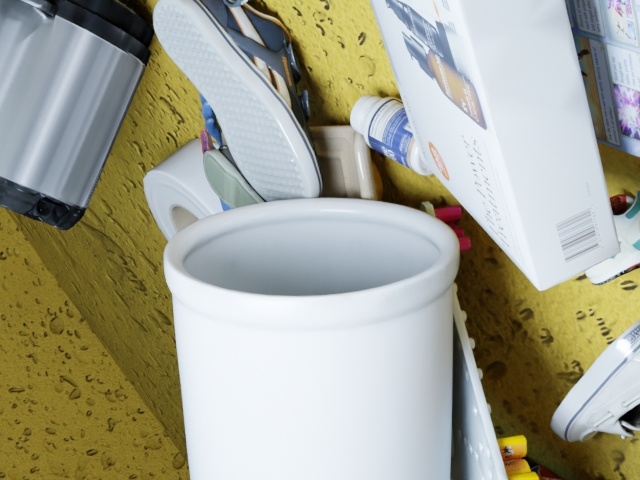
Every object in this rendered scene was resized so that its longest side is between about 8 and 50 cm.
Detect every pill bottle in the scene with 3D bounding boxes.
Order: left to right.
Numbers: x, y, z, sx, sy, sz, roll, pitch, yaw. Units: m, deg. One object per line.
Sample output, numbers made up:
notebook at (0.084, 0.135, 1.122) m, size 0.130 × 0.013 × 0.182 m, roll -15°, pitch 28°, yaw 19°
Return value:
pill bottle at (0.093, -0.128, 1.504) m, size 0.120 × 0.067 × 0.067 m, roll 33°, pitch 151°, yaw 38°

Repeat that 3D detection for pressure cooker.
pressure cooker at (-0.449, -0.263, 1.900) m, size 0.370 × 0.420 × 0.375 m, roll 22°, pitch 178°, yaw 40°

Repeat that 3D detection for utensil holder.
utensil holder at (-0.003, 0.181, 1.486) m, size 0.327 × 0.327 × 0.385 m, roll 22°, pitch 120°, yaw 50°

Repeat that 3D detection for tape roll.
tape roll at (-0.163, -0.024, 2.109) m, size 0.286 × 0.100 × 0.286 m, roll 41°, pitch 155°, yaw 24°

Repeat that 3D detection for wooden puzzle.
wooden puzzle at (0.000, 0.000, 1.746) m, size 0.348 × 0.080 × 0.322 m, roll 7°, pitch 110°, yaw 55°

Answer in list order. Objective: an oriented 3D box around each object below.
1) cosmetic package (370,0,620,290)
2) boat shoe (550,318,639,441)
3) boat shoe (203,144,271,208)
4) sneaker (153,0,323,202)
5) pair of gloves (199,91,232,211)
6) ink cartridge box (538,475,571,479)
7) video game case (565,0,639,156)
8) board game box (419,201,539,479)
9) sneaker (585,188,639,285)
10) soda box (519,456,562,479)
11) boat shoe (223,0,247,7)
cosmetic package at (0.138, -0.178, 1.192) m, size 0.284 × 0.097 × 0.377 m, roll -121°, pitch 7°, yaw -55°
boat shoe at (0.347, 0.183, 1.479) m, size 0.088 × 0.096 × 0.267 m, roll 48°, pitch 150°, yaw 19°
boat shoe at (-0.071, -0.048, 1.689) m, size 0.228 × 0.068 × 0.081 m, roll 51°, pitch 148°, yaw 30°
sneaker at (-0.073, -0.191, 1.628) m, size 0.126 × 0.127 × 0.321 m, roll -33°, pitch 89°, yaw 50°
pair of gloves at (-0.148, -0.136, 1.884) m, size 0.159 × 0.023 × 0.198 m, roll 69°, pitch -171°, yaw -55°
ink cartridge box at (0.325, 0.426, 1.665) m, size 0.158 × 0.218 × 0.092 m, roll 3°, pitch 133°, yaw 29°
video game case at (0.277, -0.184, 1.077) m, size 0.244 × 0.061 × 0.269 m, roll 28°, pitch 148°, yaw 44°
board game box at (0.175, 0.208, 1.637) m, size 0.390 × 0.050 × 0.390 m, roll 94°, pitch 166°, yaw -59°
sneaker at (0.311, -0.008, 1.310) m, size 0.075 × 0.057 × 0.161 m, roll 66°, pitch 161°, yaw 9°
soda box at (0.321, 0.368, 1.852) m, size 0.169 × 0.053 × 0.060 m, roll 28°, pitch 148°, yaw 43°
boat shoe at (-0.077, -0.357, 1.458) m, size 0.095 × 0.079 × 0.254 m, roll 47°, pitch 157°, yaw 9°
